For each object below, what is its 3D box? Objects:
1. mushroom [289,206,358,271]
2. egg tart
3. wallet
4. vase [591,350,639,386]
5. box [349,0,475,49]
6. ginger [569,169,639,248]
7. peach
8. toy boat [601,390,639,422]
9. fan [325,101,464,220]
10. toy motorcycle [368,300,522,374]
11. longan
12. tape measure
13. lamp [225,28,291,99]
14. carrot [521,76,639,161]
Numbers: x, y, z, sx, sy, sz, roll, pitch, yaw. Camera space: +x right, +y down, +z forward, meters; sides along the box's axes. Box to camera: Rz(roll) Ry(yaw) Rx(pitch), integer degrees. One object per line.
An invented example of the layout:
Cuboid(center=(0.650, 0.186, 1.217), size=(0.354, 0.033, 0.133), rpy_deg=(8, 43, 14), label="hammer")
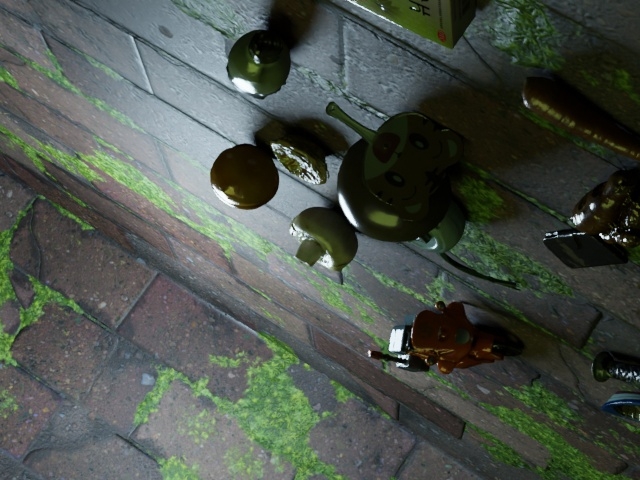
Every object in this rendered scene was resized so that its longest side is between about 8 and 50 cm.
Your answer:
Cuboid(center=(0.000, 0.000, 2.480), size=(0.154, 0.122, 0.154), rpy_deg=(39, 167, 11), label="mushroom")
Cuboid(center=(-0.033, -0.153, 2.233), size=(0.130, 0.052, 0.130), rpy_deg=(33, 165, 10), label="egg tart")
Cuboid(center=(0.402, 0.012, 1.893), size=(0.082, 0.018, 0.156), rpy_deg=(40, 164, -14), label="wallet")
Cuboid(center=(0.549, 0.234, 2.154), size=(0.059, 0.059, 0.167), rpy_deg=(44, 162, -28), label="vase")
Cuboid(center=(0.088, -0.345, 1.431), size=(0.175, 0.062, 0.260), rpy_deg=(29, 162, 20), label="box")
Cuboid(center=(0.402, -0.032, 1.665), size=(0.103, 0.073, 0.162), rpy_deg=(34, 163, 2), label="ginger")
Cuboid(center=(-0.145, -0.123, 2.408), size=(0.138, 0.138, 0.138), rpy_deg=(32, 164, 11), label="peach")
Cuboid(center=(0.606, 0.312, 2.281), size=(0.080, 0.046, 0.229), rpy_deg=(41, 163, -23), label="toy boat")
Cuboid(center=(0.097, -0.141, 1.872), size=(0.226, 0.152, 0.008), rpy_deg=(35, -170, 18), label="fan")
Cuboid(center=(0.248, 0.211, 2.558), size=(0.221, 0.148, 0.325), rpy_deg=(18, 166, -27), label="toy motorcycle")
Cuboid(center=(0.114, -0.081, 1.951), size=(0.189, 0.189, 0.189), rpy_deg=(32, 164, 11), label="longan")
Cuboid(center=(0.228, 0.012, 2.122), size=(0.330, 0.084, 0.164), rpy_deg=(42, 167, -15), label="tape measure")
Cuboid(center=(-0.098, -0.273, 1.943), size=(0.101, 0.101, 0.250), rpy_deg=(36, 167, -4), label="lamp")
Cuboid(center=(0.345, -0.140, 1.543), size=(0.216, 0.048, 0.048), rpy_deg=(30, 164, 1), label="carrot")
